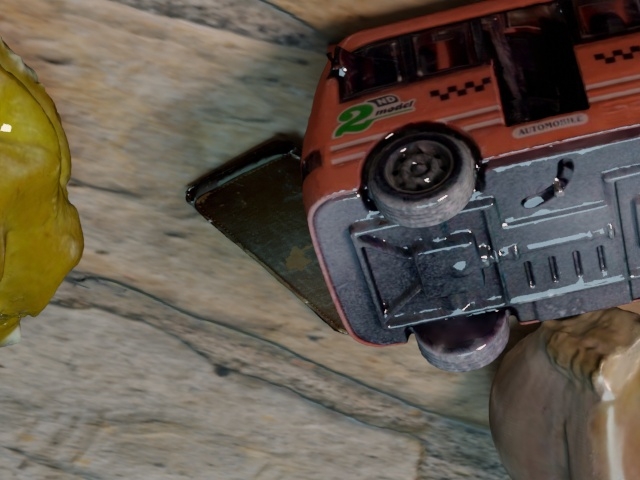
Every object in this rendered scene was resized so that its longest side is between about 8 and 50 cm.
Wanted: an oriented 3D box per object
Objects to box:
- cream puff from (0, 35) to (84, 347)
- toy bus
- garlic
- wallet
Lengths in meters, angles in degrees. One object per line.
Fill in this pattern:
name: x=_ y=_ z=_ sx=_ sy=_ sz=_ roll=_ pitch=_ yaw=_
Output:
cream puff: x=-0.362 y=-0.003 z=1.286 sx=0.378 sy=0.275 sz=0.378 roll=-2 pitch=135 yaw=-2
toy bus: x=0.202 y=-0.075 z=1.274 sx=0.427 sy=0.233 sz=0.203 roll=-12 pitch=137 yaw=7
garlic: x=0.318 y=0.178 z=1.631 sx=0.340 sy=0.231 sz=0.246 roll=5 pitch=95 yaw=-32
wallet: x=0.000 y=0.000 z=1.489 sx=0.122 sy=0.031 sz=0.232 roll=-24 pitch=132 yaw=28
